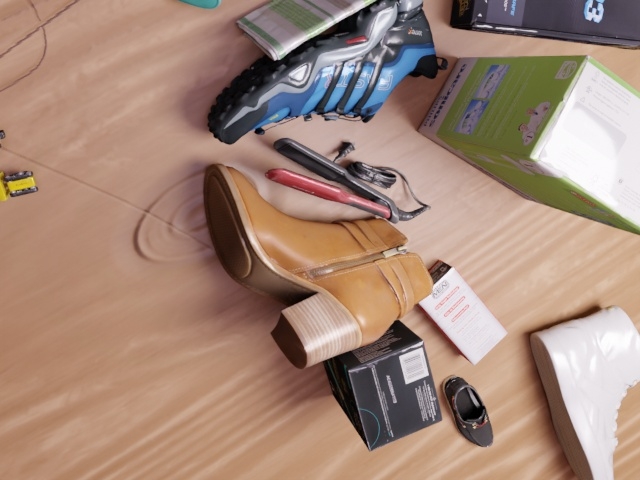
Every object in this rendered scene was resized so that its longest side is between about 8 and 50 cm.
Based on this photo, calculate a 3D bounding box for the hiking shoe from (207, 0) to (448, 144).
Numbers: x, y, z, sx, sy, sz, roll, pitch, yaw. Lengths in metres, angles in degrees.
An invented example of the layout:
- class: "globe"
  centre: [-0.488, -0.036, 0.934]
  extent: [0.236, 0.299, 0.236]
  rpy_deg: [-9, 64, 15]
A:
- class: "hiking shoe"
  centre: [0.013, -0.184, 0.871]
  extent: [0.304, 0.113, 0.132]
  rpy_deg: [-31, 116, -3]

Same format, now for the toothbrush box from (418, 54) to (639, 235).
- class: "toothbrush box"
  centre: [0.278, -0.119, 0.871]
  extent: [0.206, 0.283, 0.122]
  rpy_deg: [27, 93, -20]

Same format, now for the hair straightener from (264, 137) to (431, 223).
- class: "hair straightener"
  centre: [0.045, -0.086, 0.923]
  extent: [0.231, 0.047, 0.089]
  rpy_deg: [17, 74, -21]

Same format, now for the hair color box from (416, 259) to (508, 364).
- class: "hair color box"
  centre: [0.194, 0.102, 1.026]
  extent: [0.072, 0.043, 0.141]
  rpy_deg: [-43, 111, -3]

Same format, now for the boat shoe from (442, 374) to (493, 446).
- class: "boat shoe"
  centre: [0.223, 0.260, 1.074]
  extent: [0.049, 0.042, 0.133]
  rpy_deg: [-32, 111, -9]

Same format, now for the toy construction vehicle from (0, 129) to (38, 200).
- class: "toy construction vehicle"
  centre: [-0.383, -0.085, 0.825]
  extent: [0.098, 0.035, 0.085]
  rpy_deg: [-16, 118, -9]

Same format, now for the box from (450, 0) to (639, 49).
- class: "box"
  centre: [0.330, -0.408, 0.933]
  extent: [0.294, 0.073, 0.295]
  rpy_deg: [2, 103, -16]

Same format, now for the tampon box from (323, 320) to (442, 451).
- class: "tampon box"
  centre: [0.070, 0.169, 0.943]
  extent: [0.102, 0.161, 0.120]
  rpy_deg: [-19, 109, -11]

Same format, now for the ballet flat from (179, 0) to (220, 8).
- class: "ballet flat"
  centre: [-0.220, -0.326, 0.797]
  extent: [0.248, 0.083, 0.087]
  rpy_deg: [9, 76, -18]

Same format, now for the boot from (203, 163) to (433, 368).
- class: "boot"
  centre: [0.000, 0.000, 0.908]
  extent: [0.220, 0.109, 0.283]
  rpy_deg: [-24, 69, -32]

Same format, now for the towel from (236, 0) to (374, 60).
- class: "towel"
  centre: [-0.012, -0.266, 0.849]
  extent: [0.152, 0.113, 0.023]
  rpy_deg: [-31, 134, -9]

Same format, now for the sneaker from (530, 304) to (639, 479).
- class: "sneaker"
  centre: [0.439, 0.243, 1.097]
  extent: [0.169, 0.108, 0.292]
  rpy_deg: [-21, 107, -7]
